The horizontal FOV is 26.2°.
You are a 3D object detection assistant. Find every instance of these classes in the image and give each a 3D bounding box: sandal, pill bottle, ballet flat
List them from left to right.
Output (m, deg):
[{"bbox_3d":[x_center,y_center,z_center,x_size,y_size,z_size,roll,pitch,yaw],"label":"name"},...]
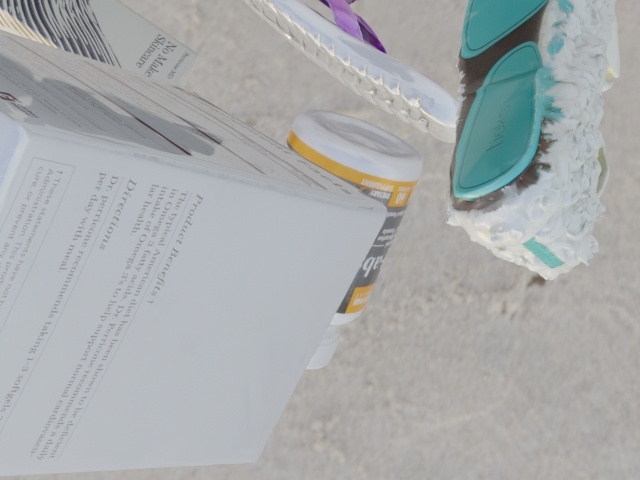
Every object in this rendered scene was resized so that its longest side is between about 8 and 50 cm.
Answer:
[{"bbox_3d":[0.000,0.000,1.613,0.162,0.162,0.278,23,108,6],"label":"pill bottle"},{"bbox_3d":[0.043,-0.269,1.801,0.416,0.169,0.102,38,85,18],"label":"sandal"},{"bbox_3d":[0.187,-0.130,1.143,0.147,0.409,0.147,9,140,8],"label":"ballet flat"}]

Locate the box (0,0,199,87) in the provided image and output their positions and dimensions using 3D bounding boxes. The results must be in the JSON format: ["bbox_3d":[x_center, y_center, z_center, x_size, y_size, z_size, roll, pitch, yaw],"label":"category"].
[{"bbox_3d":[-0.298,-0.250,1.708,0.275,0.113,0.094,32,150,-5],"label":"box"}]

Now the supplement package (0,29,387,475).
[{"bbox_3d":[-0.081,0.002,0.429,0.105,0.179,0.105,33,101,31],"label":"supplement package"}]
